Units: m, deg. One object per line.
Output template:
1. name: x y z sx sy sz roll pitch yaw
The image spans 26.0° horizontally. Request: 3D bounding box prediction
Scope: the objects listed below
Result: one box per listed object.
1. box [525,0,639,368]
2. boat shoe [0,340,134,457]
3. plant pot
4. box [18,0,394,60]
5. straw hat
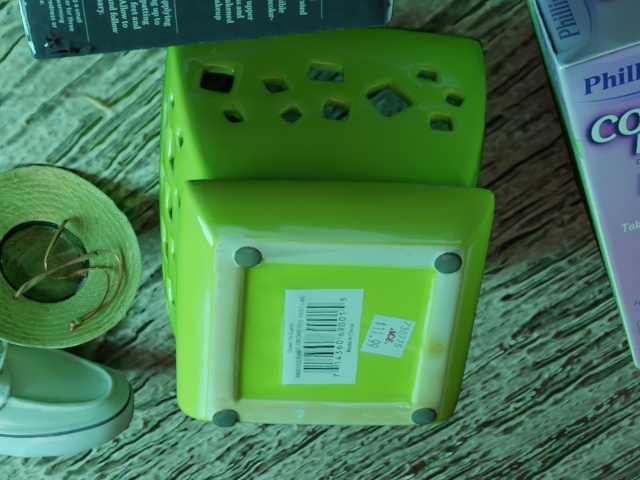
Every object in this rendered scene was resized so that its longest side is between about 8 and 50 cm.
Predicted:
1. box: 0.215 -0.085 0.895 0.117 0.213 0.243 -17 126 10
2. boat shoe: -0.277 0.097 1.088 0.267 0.096 0.088 12 131 -2
3. plant pot: 0.000 0.000 0.953 0.227 0.207 0.228 2 129 -5
4. box: -0.071 -0.196 0.785 0.207 0.153 0.108 -8 133 -7
5. straw hat: -0.208 0.019 1.043 0.144 0.144 0.061 8 169 -9
